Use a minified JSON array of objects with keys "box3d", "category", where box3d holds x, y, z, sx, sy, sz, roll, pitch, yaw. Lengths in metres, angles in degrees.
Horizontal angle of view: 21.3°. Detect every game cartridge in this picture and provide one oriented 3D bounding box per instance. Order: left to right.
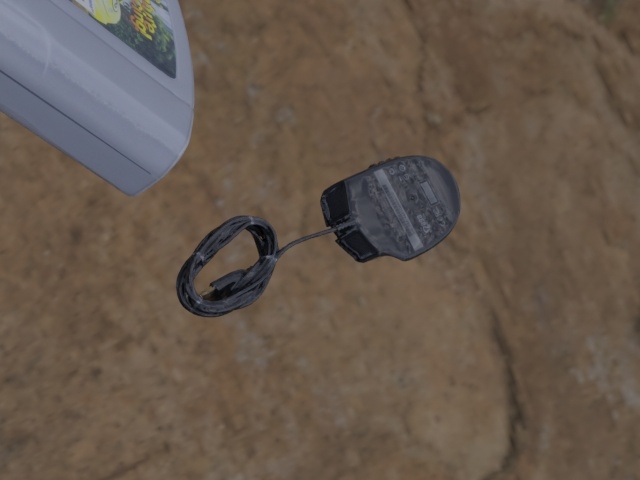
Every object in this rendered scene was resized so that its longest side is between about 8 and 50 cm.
[{"box3d":[-0.167,-0.166,1.082,0.196,0.060,0.294,40,24,-39],"category":"game cartridge"}]

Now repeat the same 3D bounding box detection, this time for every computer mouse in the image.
[{"box3d":[0.000,0.000,1.127,0.242,0.041,0.071,-20,82,-36],"category":"computer mouse"}]
